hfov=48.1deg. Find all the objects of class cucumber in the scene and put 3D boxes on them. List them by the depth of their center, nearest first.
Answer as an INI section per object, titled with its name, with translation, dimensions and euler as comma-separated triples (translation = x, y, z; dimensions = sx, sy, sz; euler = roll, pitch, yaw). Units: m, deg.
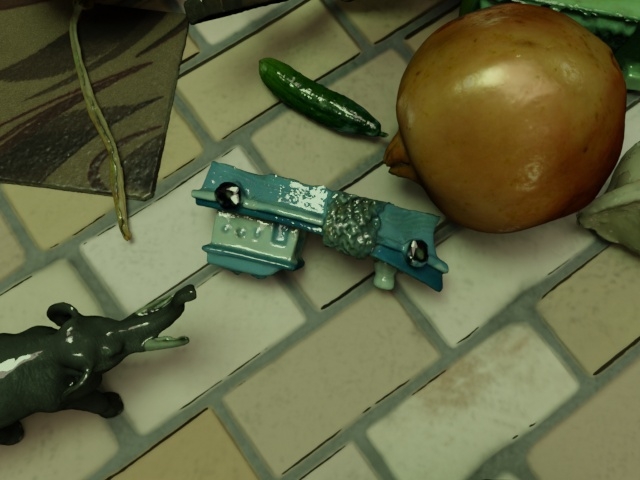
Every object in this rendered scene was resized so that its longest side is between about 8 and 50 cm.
[cucumber]
translation = 0.000, -0.137, 0.724
dimensions = 0.155, 0.037, 0.037
euler = 31, 75, 9

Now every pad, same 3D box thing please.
[pad]
translation = -0.314, -0.160, 0.738
dimensions = 0.330, 0.004, 0.220
euler = 6, 73, 1

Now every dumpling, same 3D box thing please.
[dumpling]
translation = 0.339, -0.044, 0.655
dimensions = 0.199, 0.136, 0.118
euler = -9, 66, -15

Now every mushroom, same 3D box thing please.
[mushroom]
translation = -0.224, -0.131, 0.720
dimensions = 0.026, 0.028, 0.286
euler = 3, 68, -45

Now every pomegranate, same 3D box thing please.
[pomegranate]
translation = 0.166, -0.103, 0.635
dimensions = 0.209, 0.209, 0.209
euler = 0, 73, -1

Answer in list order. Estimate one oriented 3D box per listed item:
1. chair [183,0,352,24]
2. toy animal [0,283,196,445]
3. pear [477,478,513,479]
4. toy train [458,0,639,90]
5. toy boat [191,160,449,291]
[chair]
translation = 0.063, -0.361, 0.672
dimensions = 0.416, 0.203, 0.240
euler = -21, 97, -41
[toy animal]
translation = -0.210, 0.105, 0.594
dimensions = 0.269, 0.137, 0.082
euler = -21, 71, 1
[pear]
translation = 0.065, 0.338, 0.430
dimensions = 0.413, 0.352, 0.352
euler = -37, 77, -7
[toy train]
translation = 0.259, -0.268, 0.713
dimensions = 0.272, 0.159, 0.188
euler = 10, 81, 1
[toy boat]
translation = 0.000, 0.000, 0.652
dimensions = 0.238, 0.109, 0.098
euler = 13, 93, 6
